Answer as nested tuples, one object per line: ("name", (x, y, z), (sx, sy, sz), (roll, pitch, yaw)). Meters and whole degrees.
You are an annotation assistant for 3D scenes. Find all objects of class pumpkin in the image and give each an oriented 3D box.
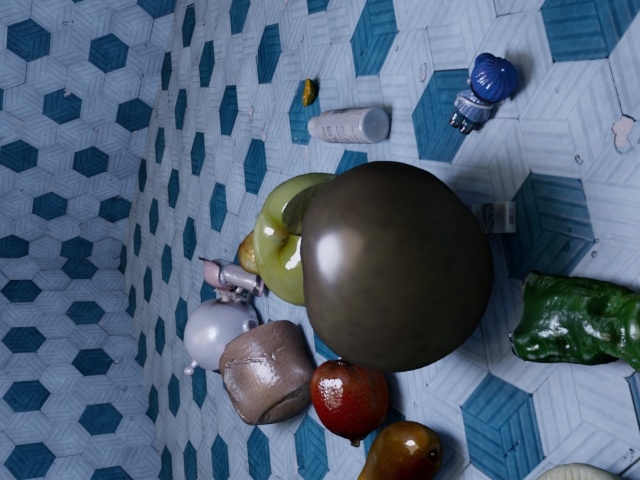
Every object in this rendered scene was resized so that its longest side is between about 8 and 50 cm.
("pumpkin", (-0.027, -0.389, 1.651), (0.083, 0.028, 0.050), (120, 143, -54))

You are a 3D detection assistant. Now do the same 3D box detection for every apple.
("apple", (0.000, 0.000, 1.341), (0.292, 0.254, 0.291), (-11, 75, 46))

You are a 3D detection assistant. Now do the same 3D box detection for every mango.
("mango", (0.150, 0.433, 1.214), (0.133, 0.111, 0.267), (53, 134, 26))

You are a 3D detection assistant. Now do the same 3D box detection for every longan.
("longan", (0.119, 0.045, 1.068), (0.361, 0.361, 0.360), (-5, 85, 61))

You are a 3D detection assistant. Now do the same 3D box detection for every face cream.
("face cream", (0.053, -0.265, 1.449), (0.269, 0.082, 0.081), (17, 104, 59))

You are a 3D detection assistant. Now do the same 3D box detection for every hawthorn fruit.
("hawthorn fruit", (0.063, 0.341, 1.327), (0.169, 0.169, 0.187), (2, 95, 61))

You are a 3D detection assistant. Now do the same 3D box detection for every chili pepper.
("chili pepper", (0.379, 0.117, 0.844), (0.136, 0.099, 0.270), (-66, 21, -10))

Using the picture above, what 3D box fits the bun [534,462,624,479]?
("bun", (0.364, 0.410, 0.837), (0.222, 0.128, 0.222), (-51, 19, 25))

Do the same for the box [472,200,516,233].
("box", (0.295, -0.038, 1.068), (0.083, 0.024, 0.053), (-4, 88, 61))

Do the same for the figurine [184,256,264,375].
("figurine", (-0.306, 0.232, 1.930), (0.253, 0.211, 0.360), (14, 97, 64))

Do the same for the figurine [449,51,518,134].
("figurine", (0.272, -0.251, 1.070), (0.086, 0.087, 0.149), (41, 135, 7))

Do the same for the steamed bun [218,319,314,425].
("steamed bun", (-0.161, 0.363, 1.680), (0.301, 0.199, 0.251), (-54, 44, 44))

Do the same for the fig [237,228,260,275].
("fig", (-0.102, 0.050, 1.682), (0.257, 0.159, 0.159), (26, 113, 37))
